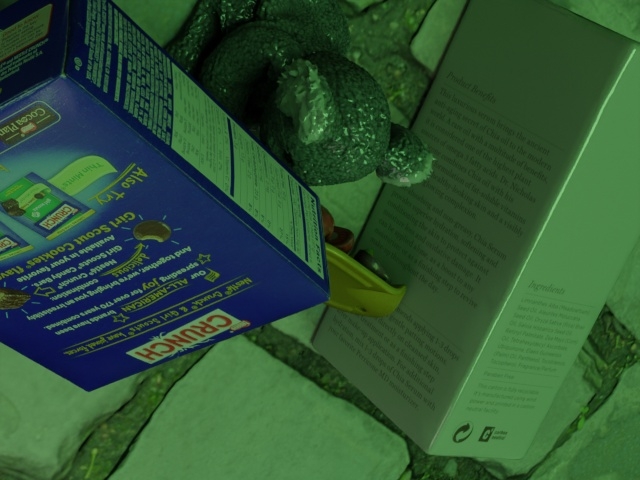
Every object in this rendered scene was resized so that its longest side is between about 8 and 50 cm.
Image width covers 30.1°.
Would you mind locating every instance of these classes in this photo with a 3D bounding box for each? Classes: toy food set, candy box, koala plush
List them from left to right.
[{"bbox_3d":[-0.187,-0.024,0.937,0.268,0.122,0.317,-23,138,24],"label":"candy box"},{"bbox_3d":[-0.015,-0.124,1.049,0.196,0.221,0.203,29,97,-43],"label":"koala plush"},{"bbox_3d":[0.000,0.000,1.210,0.218,0.128,0.071,36,64,-33],"label":"toy food set"}]

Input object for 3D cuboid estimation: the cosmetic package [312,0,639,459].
[{"bbox_3d":[0.193,-0.020,1.262,0.161,0.230,0.453,12,109,-41],"label":"cosmetic package"}]
